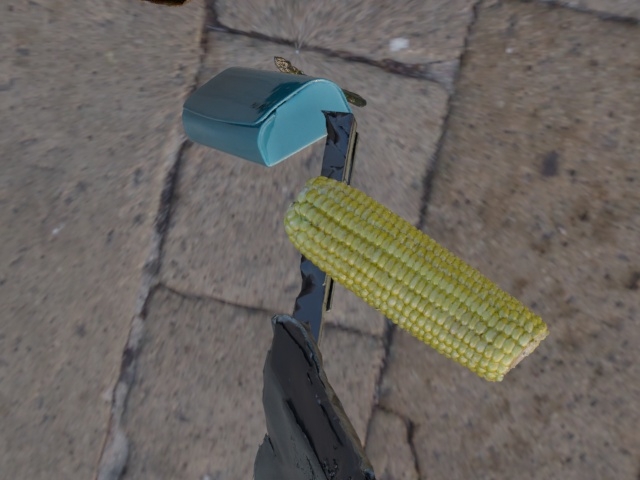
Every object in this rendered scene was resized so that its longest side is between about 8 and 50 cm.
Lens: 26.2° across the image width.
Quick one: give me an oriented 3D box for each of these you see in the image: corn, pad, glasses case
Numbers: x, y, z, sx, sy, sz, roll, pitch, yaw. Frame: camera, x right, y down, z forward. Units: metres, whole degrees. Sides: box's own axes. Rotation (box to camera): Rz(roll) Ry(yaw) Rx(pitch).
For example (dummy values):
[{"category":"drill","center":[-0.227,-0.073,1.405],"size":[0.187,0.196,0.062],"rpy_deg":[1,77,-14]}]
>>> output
[{"category":"corn","center":[0.078,0.034,1.197],"size":[0.248,0.081,0.081],"rpy_deg":[35,96,13]},{"category":"pad","center":[0.012,0.164,0.586],"size":[0.022,0.233,0.174],"rpy_deg":[-7,131,-19]},{"category":"glasses case","center":[-0.075,-0.153,1.600],"size":[0.117,0.301,0.070],"rpy_deg":[-32,111,-15]}]

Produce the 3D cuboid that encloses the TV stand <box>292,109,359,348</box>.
[{"category":"TV stand","center":[0.000,0.000,1.323],"size":[0.036,0.042,0.249],"rpy_deg":[7,80,15]}]

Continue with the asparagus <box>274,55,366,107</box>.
[{"category":"asparagus","center":[-0.001,-0.217,1.894],"size":[0.022,0.233,0.023],"rpy_deg":[-9,77,29]}]

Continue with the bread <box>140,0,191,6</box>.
[{"category":"bread","center":[-0.222,-0.399,1.639],"size":[0.337,0.358,0.204],"rpy_deg":[-1,89,4]}]
